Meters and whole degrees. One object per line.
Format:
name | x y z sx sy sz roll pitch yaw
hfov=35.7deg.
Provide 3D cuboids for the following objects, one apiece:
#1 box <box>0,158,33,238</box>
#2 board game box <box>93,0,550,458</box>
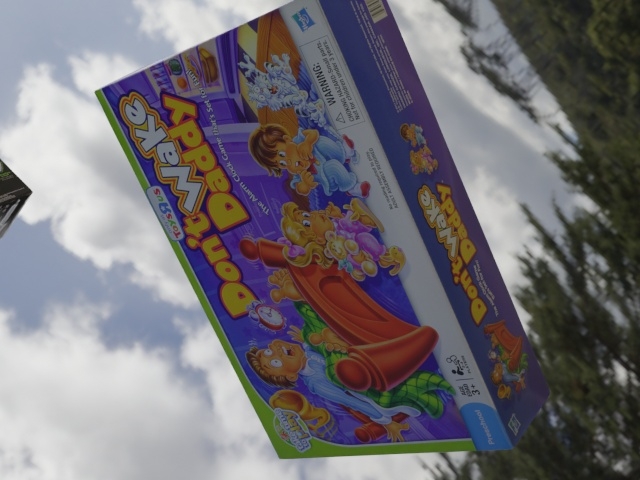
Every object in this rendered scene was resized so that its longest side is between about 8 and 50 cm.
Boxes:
box | -0.300 -0.043 0.839 0.083 0.062 0.052 45 -152 6
board game box | 0.000 0.000 0.761 0.078 0.233 0.347 -40 -70 -47
